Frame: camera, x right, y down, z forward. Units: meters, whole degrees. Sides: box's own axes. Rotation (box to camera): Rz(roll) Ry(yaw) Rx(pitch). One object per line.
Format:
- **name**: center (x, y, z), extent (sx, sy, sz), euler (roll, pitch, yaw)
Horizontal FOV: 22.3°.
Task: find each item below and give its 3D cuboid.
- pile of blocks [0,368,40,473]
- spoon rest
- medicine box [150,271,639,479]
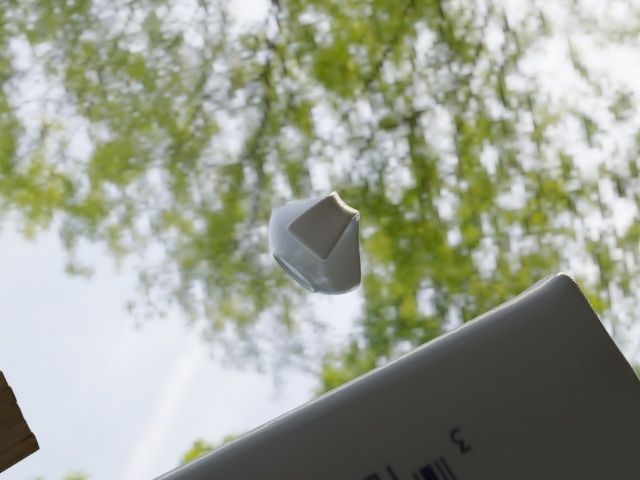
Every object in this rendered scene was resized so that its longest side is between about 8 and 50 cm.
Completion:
- **pile of blocks**: center (-0.387, 0.213, 1.288), extent (0.362, 0.112, 0.149), euler (-48, -38, 0)
- **spoon rest**: center (0.000, 0.000, 1.872), extent (0.137, 0.276, 0.084), euler (42, -99, 2)
- **medicine box**: center (-0.044, 0.170, 0.501), extent (0.263, 0.289, 0.149), euler (-24, -105, -35)
